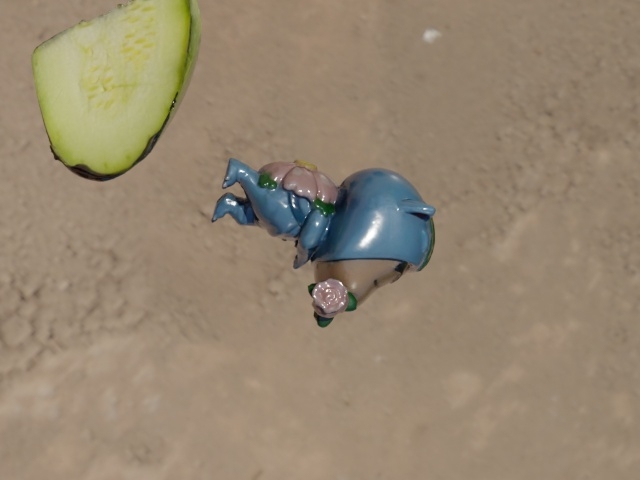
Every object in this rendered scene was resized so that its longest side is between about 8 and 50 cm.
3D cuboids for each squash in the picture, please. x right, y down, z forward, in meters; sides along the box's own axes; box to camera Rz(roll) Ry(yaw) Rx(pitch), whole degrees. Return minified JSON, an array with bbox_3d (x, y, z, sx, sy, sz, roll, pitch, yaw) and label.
[{"bbox_3d":[-0.250,-0.195,1.897,0.237,0.155,0.204,-22,96,14],"label":"squash"}]

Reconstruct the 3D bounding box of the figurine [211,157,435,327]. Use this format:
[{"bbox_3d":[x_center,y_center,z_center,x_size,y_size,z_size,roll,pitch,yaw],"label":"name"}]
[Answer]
[{"bbox_3d":[0.000,0.002,1.201,0.178,0.114,0.144,17,69,-5],"label":"figurine"}]
